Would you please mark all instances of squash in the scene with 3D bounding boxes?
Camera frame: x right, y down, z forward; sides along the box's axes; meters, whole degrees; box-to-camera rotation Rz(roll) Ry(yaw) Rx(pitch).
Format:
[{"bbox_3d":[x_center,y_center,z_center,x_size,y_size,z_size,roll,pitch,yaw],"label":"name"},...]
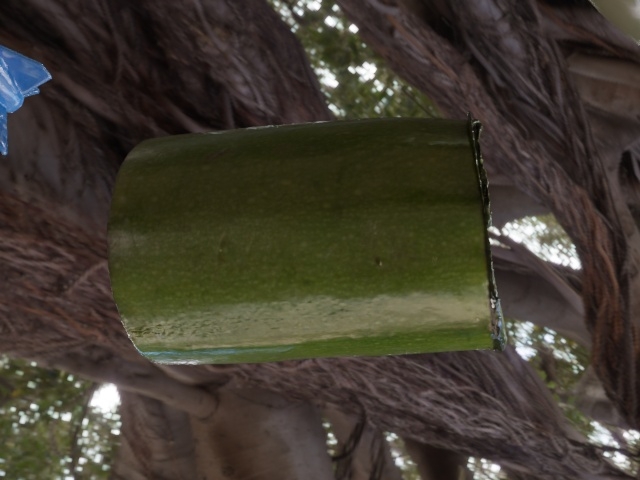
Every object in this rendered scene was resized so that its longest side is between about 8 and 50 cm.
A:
[{"bbox_3d":[0.000,0.000,0.991,0.384,0.263,0.263,-4,-113,11],"label":"squash"}]

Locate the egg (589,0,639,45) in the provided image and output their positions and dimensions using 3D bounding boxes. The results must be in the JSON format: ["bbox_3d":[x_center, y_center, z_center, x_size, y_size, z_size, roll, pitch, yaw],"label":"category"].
[{"bbox_3d":[0.155,-0.152,0.290,0.186,0.241,0.186,-18,-124,29],"label":"egg"}]

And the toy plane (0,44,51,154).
[{"bbox_3d":[-0.327,-0.200,0.728,0.105,0.271,0.254,-30,-150,18],"label":"toy plane"}]
